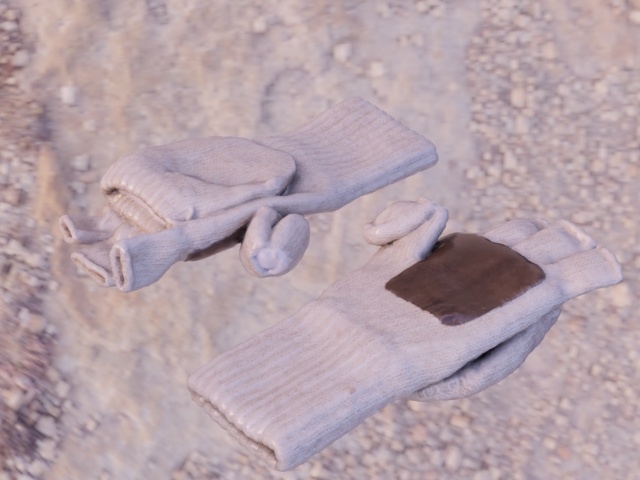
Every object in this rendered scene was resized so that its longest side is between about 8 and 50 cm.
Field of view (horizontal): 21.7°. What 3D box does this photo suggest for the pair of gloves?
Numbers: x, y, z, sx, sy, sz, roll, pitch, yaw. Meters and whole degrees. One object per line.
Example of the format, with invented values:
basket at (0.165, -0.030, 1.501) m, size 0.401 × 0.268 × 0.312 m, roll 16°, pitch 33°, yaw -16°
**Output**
pair of gloves at (0.000, 0.000, 0.799) m, size 0.204 × 0.240 × 0.042 m, roll -20°, pitch 127°, yaw -24°
